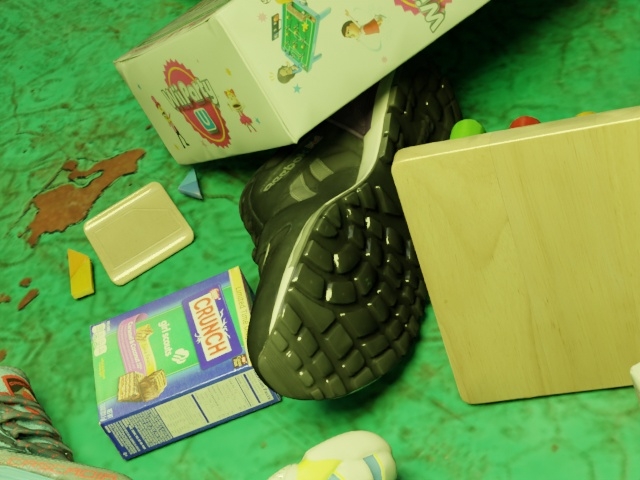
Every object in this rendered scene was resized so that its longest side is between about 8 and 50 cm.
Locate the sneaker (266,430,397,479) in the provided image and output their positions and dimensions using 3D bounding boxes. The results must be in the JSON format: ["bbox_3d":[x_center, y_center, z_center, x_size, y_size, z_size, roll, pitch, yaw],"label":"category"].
[{"bbox_3d":[-0.020,0.206,0.657,0.126,0.091,0.240,40,64,20],"label":"sneaker"}]

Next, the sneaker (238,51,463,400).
[{"bbox_3d":[0.000,0.000,0.842,0.124,0.107,0.283,-15,31,34],"label":"sneaker"}]

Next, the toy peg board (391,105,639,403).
[{"bbox_3d":[0.140,-0.005,0.730,0.160,0.161,0.079,-10,29,18],"label":"toy peg board"}]

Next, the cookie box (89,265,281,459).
[{"bbox_3d":[-0.087,0.076,0.837,0.107,0.040,0.092,-22,41,4],"label":"cookie box"}]

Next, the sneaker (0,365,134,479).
[{"bbox_3d":[-0.205,0.122,0.803,0.261,0.104,0.125,5,48,30],"label":"sneaker"}]

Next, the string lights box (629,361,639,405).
[{"bbox_3d":[0.260,0.132,0.581,0.133,0.077,0.260,-26,42,-1],"label":"string lights box"}]

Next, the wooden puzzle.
[{"bbox_3d":[-0.133,-0.004,0.965,0.116,0.014,0.079,-27,46,-1],"label":"wooden puzzle"}]

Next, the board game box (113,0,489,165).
[{"bbox_3d":[0.027,-0.180,0.925,0.303,0.098,0.224,-37,14,-20],"label":"board game box"}]
